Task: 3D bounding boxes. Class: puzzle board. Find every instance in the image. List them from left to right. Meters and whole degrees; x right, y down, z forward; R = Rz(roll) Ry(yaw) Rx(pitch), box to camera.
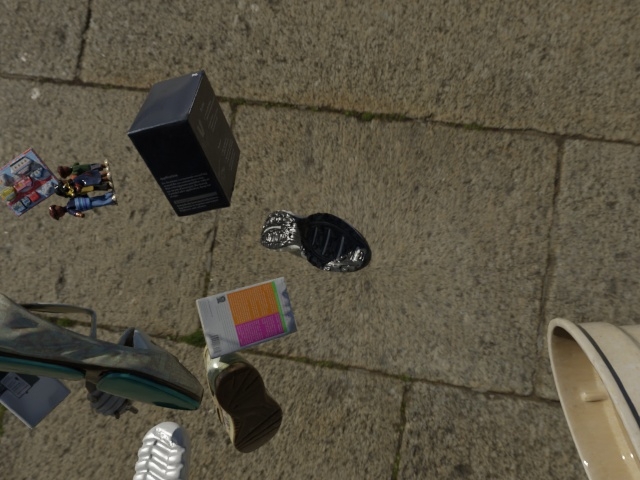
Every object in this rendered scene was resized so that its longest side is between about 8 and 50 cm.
[{"bbox_3d":[-0.616,-0.118,0.955,0.128,0.011,0.096,-29,110,10],"label":"puzzle board"}]

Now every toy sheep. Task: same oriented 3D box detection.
[{"bbox_3d":[-0.435,0.327,0.960,0.091,0.091,0.132,-38,110,2],"label":"toy sheep"}]

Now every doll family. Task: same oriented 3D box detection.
[{"bbox_3d":[-0.444,-0.096,0.854,0.111,0.193,0.076,-13,114,-22],"label":"doll family"}]

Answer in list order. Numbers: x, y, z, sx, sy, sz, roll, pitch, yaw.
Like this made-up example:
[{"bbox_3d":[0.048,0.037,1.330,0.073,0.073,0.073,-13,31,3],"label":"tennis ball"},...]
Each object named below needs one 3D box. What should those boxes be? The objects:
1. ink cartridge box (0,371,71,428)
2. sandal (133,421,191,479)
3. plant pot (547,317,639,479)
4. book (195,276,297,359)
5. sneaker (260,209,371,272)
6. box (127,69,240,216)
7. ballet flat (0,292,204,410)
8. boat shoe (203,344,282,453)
[{"bbox_3d":[-0.570,0.231,0.842,0.087,0.153,0.208,-46,108,-29],"label":"ink cartridge box"},{"bbox_3d":[-0.348,0.620,0.996,0.169,0.102,0.416,1,67,22],"label":"sandal"},{"bbox_3d":[0.504,0.227,0.570,0.305,0.334,0.334,-16,85,12],"label":"plant pot"},{"bbox_3d":[-0.118,0.124,0.744,0.144,0.035,0.096,-13,83,-22],"label":"book"},{"bbox_3d":[0.000,0.000,0.884,0.271,0.108,0.100,17,89,47],"label":"sneaker"},{"bbox_3d":[-0.201,-0.150,0.714,0.093,0.158,0.156,-11,43,8],"label":"box"},{"bbox_3d":[-0.153,0.077,0.323,0.168,0.057,0.052,27,51,-30],"label":"ballet flat"},{"bbox_3d":[-0.139,0.285,0.829,0.104,0.285,0.089,-27,46,-24],"label":"boat shoe"}]
